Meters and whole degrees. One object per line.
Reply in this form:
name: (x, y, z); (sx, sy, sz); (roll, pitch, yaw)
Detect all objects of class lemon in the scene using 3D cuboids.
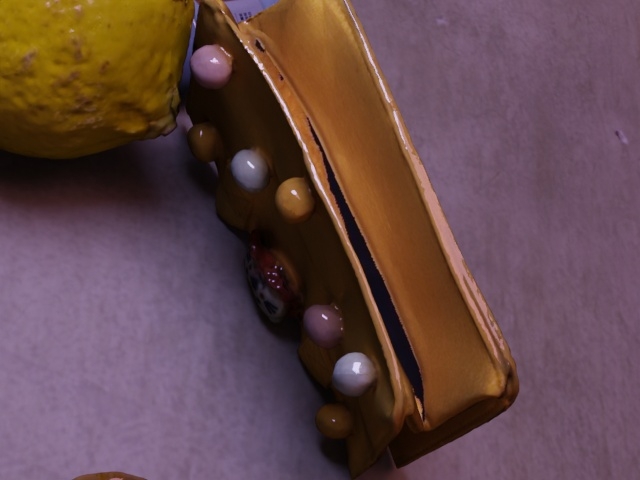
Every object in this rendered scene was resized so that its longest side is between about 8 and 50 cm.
lemon: (-0.239, -0.198, 1.287); (0.310, 0.253, 0.253); (45, 49, 4)

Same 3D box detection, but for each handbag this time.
handbag: (0.000, 0.000, 1.298); (0.133, 0.283, 0.401); (-22, 78, -16)

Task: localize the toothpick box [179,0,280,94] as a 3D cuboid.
toothpick box: (-0.112, -0.195, 1.462); (0.153, 0.101, 0.101); (-17, 72, -38)

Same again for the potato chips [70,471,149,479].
potato chips: (-0.148, 0.281, 1.169); (0.208, 0.062, 0.195); (13, 62, -27)
